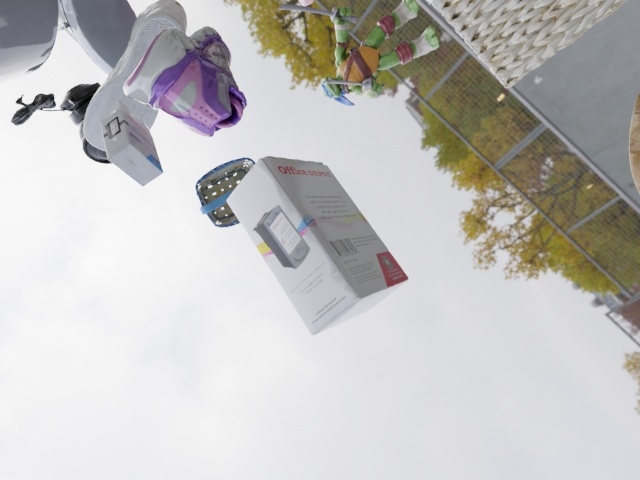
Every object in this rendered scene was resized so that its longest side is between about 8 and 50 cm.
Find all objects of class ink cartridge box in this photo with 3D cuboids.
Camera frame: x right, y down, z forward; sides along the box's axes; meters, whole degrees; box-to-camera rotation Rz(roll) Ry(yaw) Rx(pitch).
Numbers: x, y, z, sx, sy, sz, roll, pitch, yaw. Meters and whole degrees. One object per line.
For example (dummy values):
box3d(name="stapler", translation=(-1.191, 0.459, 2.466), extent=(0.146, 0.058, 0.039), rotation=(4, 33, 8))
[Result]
box3d(name="ink cartridge box", translation=(-0.195, -0.101, 0.448), extent=(0.083, 0.028, 0.048), rotation=(60, -174, 37))
box3d(name="ink cartridge box", translation=(0.000, 0.000, 0.835), extent=(0.306, 0.131, 0.226), rotation=(55, -151, 17))

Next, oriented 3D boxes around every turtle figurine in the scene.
box3d(name="turtle figurine", translation=(0.105, -0.416, 0.941), extent=(0.275, 0.266, 0.198), rotation=(49, -167, -53))

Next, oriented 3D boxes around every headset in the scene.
box3d(name="headset", translation=(-0.665, -0.327, 1.245), extent=(0.243, 0.185, 0.394), rotation=(59, -177, 4))

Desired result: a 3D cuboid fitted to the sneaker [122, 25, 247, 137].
box3d(name="sneaker", translation=(-0.133, -0.178, 0.508), extent=(0.104, 0.095, 0.236), rotation=(37, -159, -18))

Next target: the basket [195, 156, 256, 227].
box3d(name="basket", translation=(-0.292, -0.157, 1.452), extent=(0.254, 0.289, 0.201), rotation=(-30, -74, -15))

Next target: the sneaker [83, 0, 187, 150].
box3d(name="sneaker", translation=(-0.335, -0.309, 0.820), extent=(0.108, 0.292, 0.169), rotation=(31, -151, -32))

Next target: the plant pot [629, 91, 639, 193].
box3d(name="plant pot", translation=(0.585, -0.138, 0.538), extent=(0.237, 0.237, 0.254), rotation=(25, 178, -25))

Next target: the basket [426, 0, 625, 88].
box3d(name="basket", translation=(0.409, -0.514, 0.839), extent=(0.266, 0.331, 0.328), rotation=(48, -145, -10))

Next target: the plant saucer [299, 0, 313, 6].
box3d(name="plant saucer", translation=(-0.064, -0.678, 0.914), extent=(0.332, 0.084, 0.332), rotation=(-21, -90, -85))

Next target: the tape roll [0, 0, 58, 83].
box3d(name="tape roll", translation=(-0.330, -0.234, 0.352), extent=(0.219, 0.219, 0.072), rotation=(39, -137, -8))

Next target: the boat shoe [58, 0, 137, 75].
box3d(name="boat shoe", translation=(-0.499, -0.475, 0.882), extent=(0.136, 0.156, 0.367), rotation=(-43, -73, -40))
